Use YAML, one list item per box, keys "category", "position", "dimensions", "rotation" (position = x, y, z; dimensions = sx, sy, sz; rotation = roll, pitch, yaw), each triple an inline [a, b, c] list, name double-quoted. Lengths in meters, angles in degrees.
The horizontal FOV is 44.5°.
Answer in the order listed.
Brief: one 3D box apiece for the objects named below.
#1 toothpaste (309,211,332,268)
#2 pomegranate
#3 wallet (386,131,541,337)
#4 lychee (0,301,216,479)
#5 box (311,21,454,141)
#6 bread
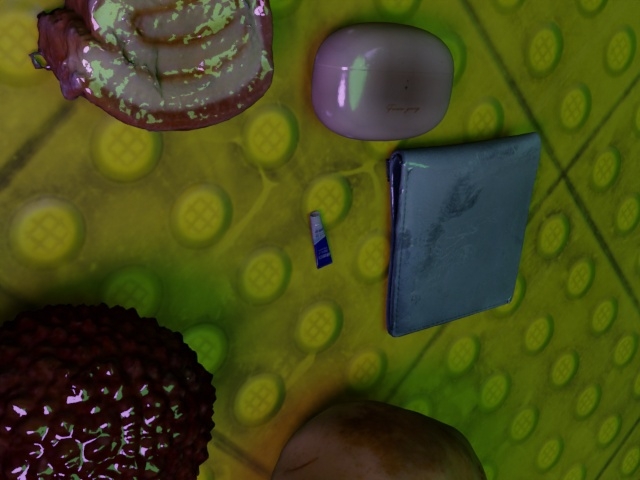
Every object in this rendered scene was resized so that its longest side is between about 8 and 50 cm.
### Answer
- category: "toothpaste"
  position: [0.000, 0.000, 1.044]
  dimensions: [0.024, 0.015, 0.083]
  rotation: [-21, 123, -18]
- category: "pomegranate"
  position: [0.076, 0.385, 1.058]
  dimensions: [0.332, 0.332, 0.333]
  rotation: [-13, 114, -31]
- category: "wallet"
  position: [0.204, -0.012, 1.158]
  dimensions: [0.251, 0.054, 0.291]
  rotation: [-10, 117, -28]
- category: "lychee"
  position: [-0.250, 0.188, 0.801]
  dimensions: [0.264, 0.300, 0.265]
  rotation: [29, 50, -42]
- category: "box"
  position: [0.080, -0.197, 0.977]
  dimensions: [0.200, 0.088, 0.146]
  rotation: [-5, 112, -34]
- category: "bread"
  position: [-0.160, -0.207, 0.787]
  dimensions: [0.244, 0.123, 0.190]
  rotation: [-26, 122, -23]
